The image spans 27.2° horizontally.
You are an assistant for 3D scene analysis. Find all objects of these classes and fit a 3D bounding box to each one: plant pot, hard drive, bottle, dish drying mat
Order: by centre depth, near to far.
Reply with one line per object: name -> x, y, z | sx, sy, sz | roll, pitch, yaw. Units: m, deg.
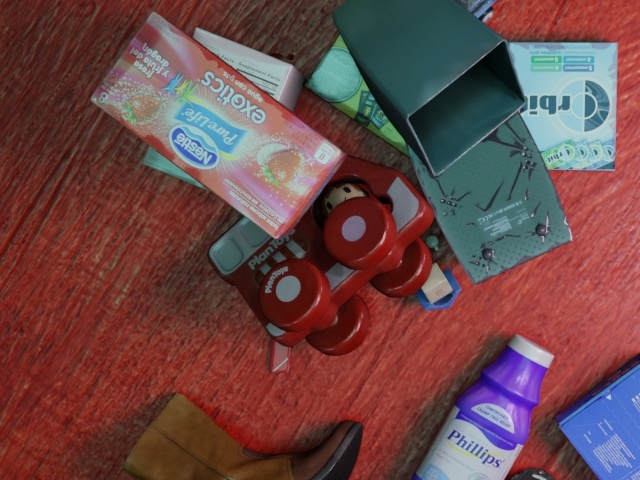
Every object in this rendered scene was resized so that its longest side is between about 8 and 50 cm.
plant pot -> 0.132, -0.246, 1.805 | 0.166, 0.165, 0.234 | -40, 59, -2
hard drive -> 0.234, -0.083, 1.877 | 0.172, 0.054, 0.254 | -25, 89, 5
bottle -> 0.240, 0.272, 1.908 | 0.118, 0.092, 0.283 | 30, 94, 6
dish drying mat -> -0.059, 0.157, 1.980 | 0.032, 0.008, 0.083 | 3, 92, 7

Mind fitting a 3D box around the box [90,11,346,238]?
box -> -0.127, -0.146, 1.712 | 0.300, 0.154, 0.142 | 37, 94, 1

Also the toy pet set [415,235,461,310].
toy pet set -> 0.163, 0.039, 1.940 | 0.122, 0.065, 0.114 | -31, 53, 3

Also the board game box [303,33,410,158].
board game box -> 0.121, -0.225, 1.933 | 0.243, 0.042, 0.165 | 35, 95, 4

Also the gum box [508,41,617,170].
gum box -> 0.347, -0.193, 1.911 | 0.157, 0.041, 0.184 | 2, 93, 6

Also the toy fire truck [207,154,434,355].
toy fire truck -> 0.000, 0.000, 1.891 | 0.302, 0.169, 0.254 | -43, 57, 7

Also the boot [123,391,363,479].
boot -> -0.107, 0.310, 1.947 | 0.280, 0.096, 0.264 | 30, 67, 25

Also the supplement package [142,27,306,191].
supplement package -> -0.133, -0.174, 1.885 | 0.149, 0.194, 0.203 | 23, 93, 4

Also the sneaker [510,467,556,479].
sneaker -> 0.270, 0.457, 1.912 | 0.100, 0.108, 0.271 | 21, 77, 5

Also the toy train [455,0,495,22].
toy train -> 0.180, -0.386, 1.891 | 0.080, 0.105, 0.184 | -42, 87, 5

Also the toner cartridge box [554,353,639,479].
toner cartridge box -> 0.507, 0.348, 1.891 | 0.165, 0.075, 0.348 | -37, 88, 5
